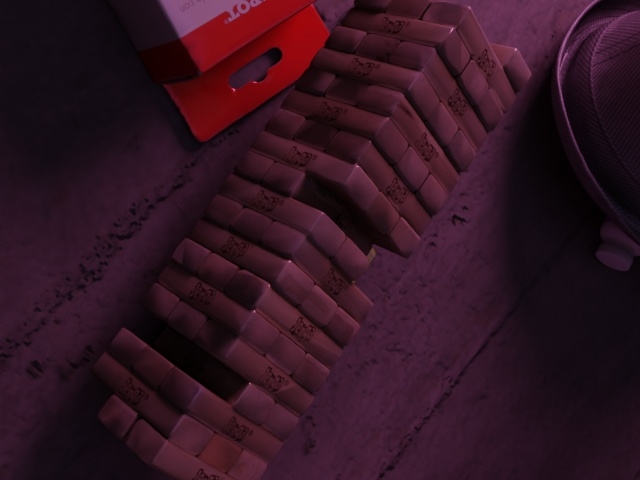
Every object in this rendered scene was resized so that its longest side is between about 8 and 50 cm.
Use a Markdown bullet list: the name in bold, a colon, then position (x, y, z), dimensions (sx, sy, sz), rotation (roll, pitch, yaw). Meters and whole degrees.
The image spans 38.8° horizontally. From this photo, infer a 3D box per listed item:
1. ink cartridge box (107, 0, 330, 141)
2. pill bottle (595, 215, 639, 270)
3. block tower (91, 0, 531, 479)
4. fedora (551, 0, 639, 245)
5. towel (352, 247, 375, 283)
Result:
- **ink cartridge box**: position (-0.070, -0.189, 0.551), dimensions (0.134, 0.078, 0.231), rotation (-38, 112, -22)
- **pill bottle**: position (0.268, -0.017, 0.776), dimensions (0.043, 0.043, 0.083), rotation (39, 75, -26)
- **block tower**: position (-0.005, -0.008, 0.569), dimensions (0.335, 0.091, 0.097), rotation (-55, 137, -10)
- **fedora**: position (0.320, -0.101, 0.720), dimensions (0.275, 0.124, 0.243), rotation (32, 63, -17)
- **towel**: position (0.000, 0.000, 0.646), dimensions (0.060, 0.009, 0.083), rotation (-49, 116, -18)
